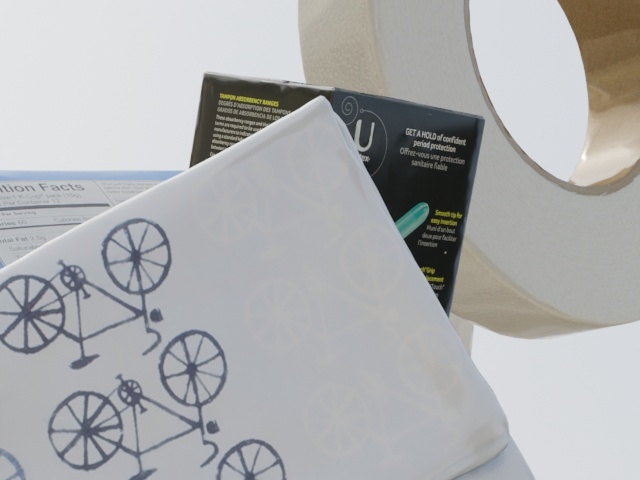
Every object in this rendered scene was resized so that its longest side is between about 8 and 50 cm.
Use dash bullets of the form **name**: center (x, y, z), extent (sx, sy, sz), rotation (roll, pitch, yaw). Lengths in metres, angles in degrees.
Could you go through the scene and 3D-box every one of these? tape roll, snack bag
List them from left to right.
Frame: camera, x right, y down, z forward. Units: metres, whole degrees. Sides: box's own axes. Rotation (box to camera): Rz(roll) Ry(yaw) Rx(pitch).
- **snack bag**: center (-0.024, 0.147, 0.778), extent (0.037, 0.323, 0.342), rotation (-26, -87, 53)
- **tape roll**: center (0.146, -0.127, 1.328), extent (0.072, 0.392, 0.392), rotation (-16, -56, 46)

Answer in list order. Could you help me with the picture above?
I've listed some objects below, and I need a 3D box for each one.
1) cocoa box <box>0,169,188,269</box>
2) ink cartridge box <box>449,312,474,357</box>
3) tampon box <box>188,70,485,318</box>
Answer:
- **cocoa box**: center (-0.169, 0.149, 1.320), extent (0.228, 0.231, 0.347), rotation (50, -52, 38)
- **ink cartridge box**: center (0.016, 0.049, 1.503), extent (0.117, 0.207, 0.283), rotation (39, -35, 34)
- **tampon box**: center (0.000, 0.000, 1.020), extent (0.120, 0.161, 0.101), rotation (7, 4, -45)
